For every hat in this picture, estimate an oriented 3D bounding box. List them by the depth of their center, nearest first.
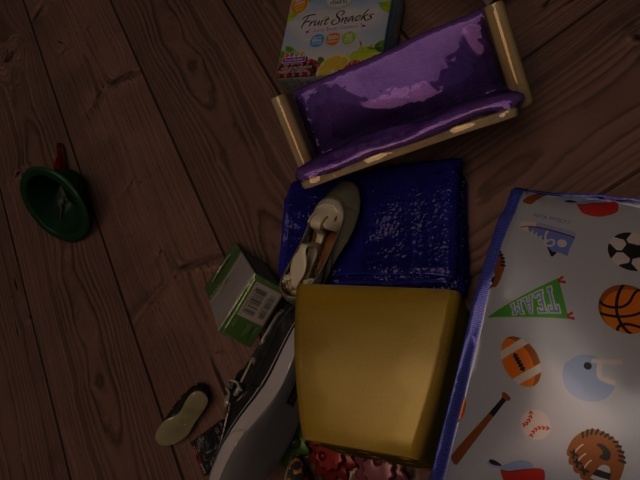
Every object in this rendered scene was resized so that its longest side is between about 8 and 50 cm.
[{"bbox_3d":[-0.555,-0.128,1.224,0.173,0.183,0.208,-16,112,29],"label":"hat"}]

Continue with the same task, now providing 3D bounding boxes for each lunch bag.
[{"bbox_3d":[0.337,0.145,0.598,0.328,0.239,0.385,12,89,29],"label":"lunch bag"}]

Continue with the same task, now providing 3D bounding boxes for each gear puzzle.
[{"bbox_3d":[-0.017,0.277,0.840,0.339,0.044,0.175,6,79,27],"label":"gear puzzle"}]

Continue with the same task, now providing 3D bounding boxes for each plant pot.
[{"bbox_3d":[0.083,0.185,0.695,0.212,0.212,0.187,0,62,25],"label":"plant pot"}]

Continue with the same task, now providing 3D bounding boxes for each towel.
[{"bbox_3d":[0.076,-0.012,0.854,0.308,0.076,0.227,-5,75,25],"label":"towel"}]

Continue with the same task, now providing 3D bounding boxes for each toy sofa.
[{"bbox_3d":[0.113,-0.212,0.805,0.363,0.177,0.150,-17,103,22],"label":"toy sofa"}]

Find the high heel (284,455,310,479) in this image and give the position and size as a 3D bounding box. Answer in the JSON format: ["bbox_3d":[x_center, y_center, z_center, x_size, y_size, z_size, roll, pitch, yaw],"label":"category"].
[{"bbox_3d":[0.046,0.431,0.757,0.186,0.093,0.261,-15,68,11],"label":"high heel"}]

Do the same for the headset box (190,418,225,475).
[{"bbox_3d":[-0.178,0.353,0.907,0.083,0.032,0.062,-40,63,13],"label":"headset box"}]

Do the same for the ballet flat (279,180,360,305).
[{"bbox_3d":[0.000,0.000,0.812,0.072,0.068,0.213,20,84,31],"label":"ballet flat"}]

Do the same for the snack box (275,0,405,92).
[{"bbox_3d":[0.035,-0.363,0.970,0.207,0.070,0.174,7,80,26],"label":"snack box"}]

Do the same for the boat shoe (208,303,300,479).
[{"bbox_3d":[-0.091,0.232,0.811,0.105,0.113,0.306,13,70,40],"label":"boat shoe"}]

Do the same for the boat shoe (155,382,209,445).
[{"bbox_3d":[-0.243,0.309,0.946,0.049,0.042,0.133,37,99,-13],"label":"boat shoe"}]

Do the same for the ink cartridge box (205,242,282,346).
[{"bbox_3d":[-0.135,0.085,0.915,0.109,0.062,0.209,-58,22,2],"label":"ink cartridge box"}]

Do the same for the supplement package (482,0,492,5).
[{"bbox_3d":[0.304,-0.548,0.794,0.293,0.175,0.177,-35,54,23],"label":"supplement package"}]
